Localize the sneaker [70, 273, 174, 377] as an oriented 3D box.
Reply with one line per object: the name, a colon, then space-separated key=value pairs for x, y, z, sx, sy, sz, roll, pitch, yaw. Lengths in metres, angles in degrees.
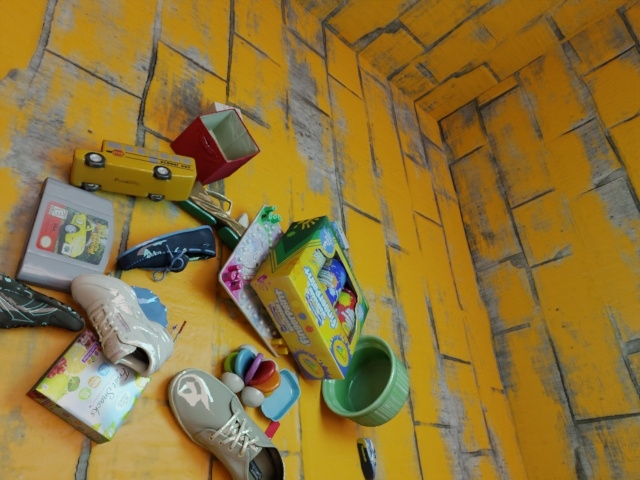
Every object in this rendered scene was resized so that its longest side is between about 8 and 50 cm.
sneaker: x=-0.488 y=0.203 z=1.110 sx=0.305 sy=0.114 sz=0.152 roll=47 pitch=14 yaw=-11

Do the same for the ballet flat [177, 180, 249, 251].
ballet flat: x=-0.326 y=-0.074 z=1.561 sx=0.342 sy=0.116 sz=0.124 roll=42 pitch=59 yaw=-16

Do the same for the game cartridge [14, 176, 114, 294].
game cartridge: x=-0.650 y=-0.008 z=1.198 sx=0.196 sy=0.060 sz=0.295 roll=27 pitch=49 yaw=-42

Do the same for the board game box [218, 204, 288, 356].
board game box: x=-0.156 y=0.132 z=1.596 sx=0.390 sy=0.050 sz=0.390 roll=61 pitch=34 yaw=-30

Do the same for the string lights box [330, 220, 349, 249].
string lights box: x=0.000 y=0.000 z=1.930 sx=0.259 sy=0.076 sz=0.134 roll=-12 pitch=78 yaw=-52

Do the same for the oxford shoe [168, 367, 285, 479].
oxford shoe: x=-0.242 y=0.531 z=1.257 sx=0.169 sy=0.130 sz=0.450 roll=-40 pitch=98 yaw=-38

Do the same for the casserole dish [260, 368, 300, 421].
casserole dish: x=-0.138 y=0.501 z=1.485 sx=0.114 sy=0.037 sz=0.188 roll=59 pitch=38 yaw=-4

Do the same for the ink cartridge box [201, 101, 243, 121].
ink cartridge box: x=-0.370 y=-0.460 z=1.778 sx=0.143 sy=0.089 sz=0.092 roll=3 pitch=65 yaw=-50

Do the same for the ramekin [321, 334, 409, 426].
ramekin: x=0.167 y=0.506 z=1.633 sx=0.148 sy=0.303 sz=0.304 roll=45 pitch=39 yaw=-32

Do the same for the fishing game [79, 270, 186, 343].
fishing game: x=-0.504 y=0.215 z=1.238 sx=0.264 sy=0.041 sz=0.189 roll=37 pitch=43 yaw=-19

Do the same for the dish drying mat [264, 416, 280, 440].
dish drying mat: x=-0.153 y=0.596 z=1.430 sx=0.032 sy=0.008 sz=0.083 roll=53 pitch=38 yaw=-9

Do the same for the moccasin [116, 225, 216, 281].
moccasin: x=-0.428 y=0.039 z=1.359 sx=0.341 sy=0.137 sz=0.117 roll=-23 pitch=90 yaw=-52

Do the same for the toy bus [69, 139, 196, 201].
toy bus: x=-0.543 y=-0.205 z=1.348 sx=0.332 sy=0.108 sz=0.130 roll=8 pitch=45 yaw=-30

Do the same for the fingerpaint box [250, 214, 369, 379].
fingerpaint box: x=-0.009 y=0.198 z=1.613 sx=0.445 sy=0.163 sz=0.371 roll=65 pitch=32 yaw=-24

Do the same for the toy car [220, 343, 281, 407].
toy car: x=-0.200 y=0.395 z=1.381 sx=0.182 sy=0.136 sz=0.159 roll=37 pitch=42 yaw=-7

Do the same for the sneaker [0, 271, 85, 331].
sneaker: x=-0.678 y=0.157 z=1.046 sx=0.267 sy=0.101 sz=0.106 roll=37 pitch=65 yaw=-30

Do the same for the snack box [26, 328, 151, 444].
snack box: x=-0.539 y=0.346 z=1.087 sx=0.207 sy=0.070 sz=0.175 roll=47 pitch=38 yaw=-20

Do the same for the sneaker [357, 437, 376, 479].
sneaker: x=0.179 y=0.790 z=1.660 sx=0.059 sy=0.053 sz=0.144 roll=17 pitch=57 yaw=-46

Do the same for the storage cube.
storage cube: x=-0.367 y=-0.324 z=1.611 sx=0.184 sy=0.193 sz=0.215 roll=59 pitch=36 yaw=-4
